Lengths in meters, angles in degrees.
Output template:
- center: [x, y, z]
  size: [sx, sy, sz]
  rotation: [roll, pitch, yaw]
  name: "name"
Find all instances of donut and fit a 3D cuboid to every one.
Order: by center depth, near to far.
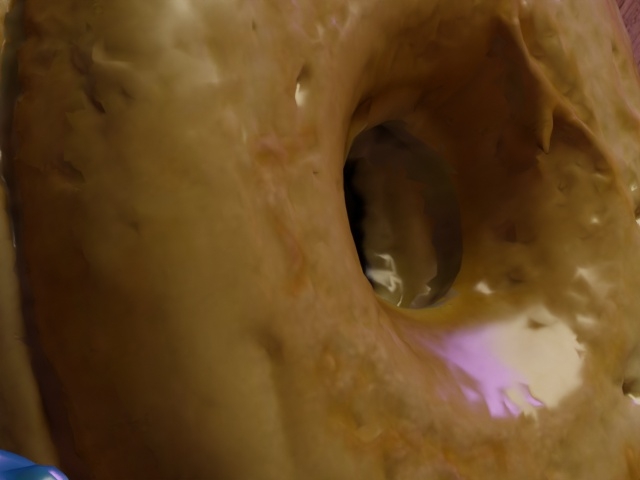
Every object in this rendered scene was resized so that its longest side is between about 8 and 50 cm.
- center: [0.000, 0.000, 0.767]
  size: [0.449, 0.449, 0.198]
  rotation: [25, -26, -38]
  name: "donut"

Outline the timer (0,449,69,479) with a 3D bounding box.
- center: [-0.032, 0.155, 0.222]
  size: [0.309, 0.115, 0.340]
  rotation: [38, 14, 13]
  name: "timer"
